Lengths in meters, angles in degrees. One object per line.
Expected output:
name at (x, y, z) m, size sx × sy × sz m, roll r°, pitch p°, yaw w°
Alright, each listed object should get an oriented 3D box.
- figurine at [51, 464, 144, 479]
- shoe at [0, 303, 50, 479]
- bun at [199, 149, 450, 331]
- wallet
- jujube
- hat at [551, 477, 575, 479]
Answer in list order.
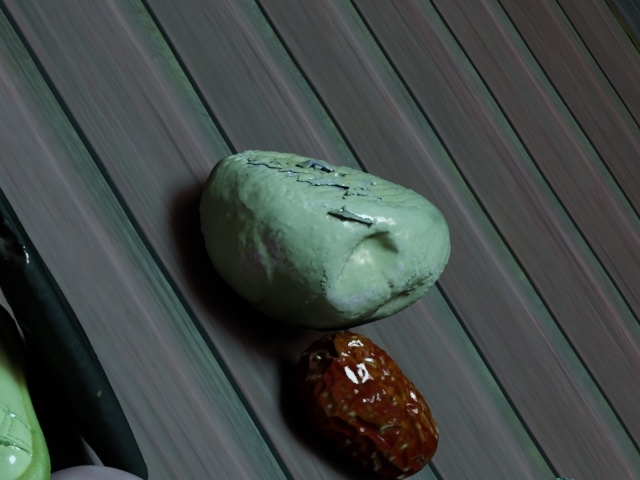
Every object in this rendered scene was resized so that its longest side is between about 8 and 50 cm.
figurine at (-0.173, 0.248, 1.289) m, size 0.173 × 0.173 × 0.173 m, roll 37°, pitch 33°, yaw -30°
shoe at (-0.291, 0.127, 1.281) m, size 0.128 × 0.140 × 0.262 m, roll 43°, pitch 22°, yaw -35°
bun at (-0.005, -0.001, 1.787) m, size 0.273 × 0.168 × 0.273 m, roll 16°, pitch 14°, yaw -4°
wallet at (-0.218, 0.061, 1.363) m, size 0.170 × 0.044 × 0.321 m, roll 58°, pitch -8°, yaw 38°
jujube at (0.047, 0.173, 1.768) m, size 0.176 × 0.109 × 0.112 m, roll 48°, pitch 65°, yaw -29°
hat at (0.338, 0.351, 2.033) m, size 0.191 × 0.078 × 0.138 m, roll 46°, pitch 28°, yaw -17°
